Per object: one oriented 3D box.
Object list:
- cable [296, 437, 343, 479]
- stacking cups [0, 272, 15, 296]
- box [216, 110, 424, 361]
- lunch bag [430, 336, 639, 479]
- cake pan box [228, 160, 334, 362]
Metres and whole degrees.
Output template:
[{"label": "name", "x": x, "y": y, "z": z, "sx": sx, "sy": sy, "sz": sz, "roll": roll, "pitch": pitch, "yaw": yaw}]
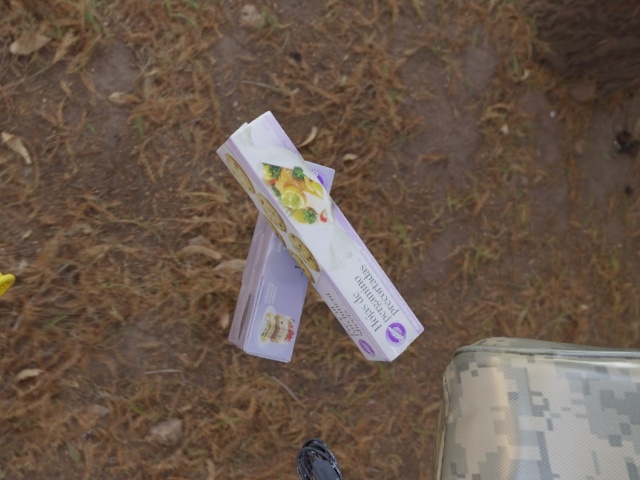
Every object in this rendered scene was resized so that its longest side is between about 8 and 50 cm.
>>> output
[{"label": "cable", "x": 0.011, "y": 0.396, "z": 1.020, "sx": 0.047, "sy": 0.184, "sz": 0.151, "roll": -17, "pitch": 114, "yaw": -19}, {"label": "stacking cups", "x": -0.382, "y": -0.066, "z": 0.527, "sx": 0.096, "sy": 0.096, "sz": 0.316, "roll": -38, "pitch": 95, "yaw": -30}, {"label": "box", "x": 0.000, "y": 0.000, "z": 0.785, "sx": 0.063, "sy": 0.067, "sz": 0.324, "roll": -39, "pitch": 99, "yaw": -22}, {"label": "lunch bag", "x": 0.164, "y": 0.217, "z": 0.374, "sx": 0.212, "sy": 0.305, "sz": 0.256, "roll": 5, "pitch": 68, "yaw": 10}, {"label": "cake pan box", "x": -0.063, "y": 0.028, "z": 0.929, "sx": 0.070, "sy": 0.245, "sz": 0.267, "roll": 15, "pitch": 80, "yaw": -13}]
